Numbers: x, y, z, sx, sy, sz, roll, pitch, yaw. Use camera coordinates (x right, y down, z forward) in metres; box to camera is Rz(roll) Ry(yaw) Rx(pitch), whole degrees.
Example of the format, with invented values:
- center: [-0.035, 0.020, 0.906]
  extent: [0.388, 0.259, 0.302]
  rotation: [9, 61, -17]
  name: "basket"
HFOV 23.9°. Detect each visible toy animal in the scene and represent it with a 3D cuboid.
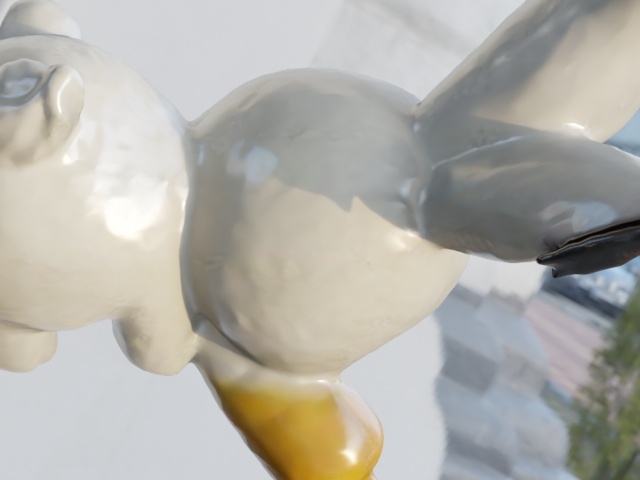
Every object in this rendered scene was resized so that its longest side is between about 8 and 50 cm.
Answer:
- center: [0.000, 0.000, 0.374]
  extent: [0.182, 0.131, 0.127]
  rotation: [3, -11, 1]
  name: "toy animal"
